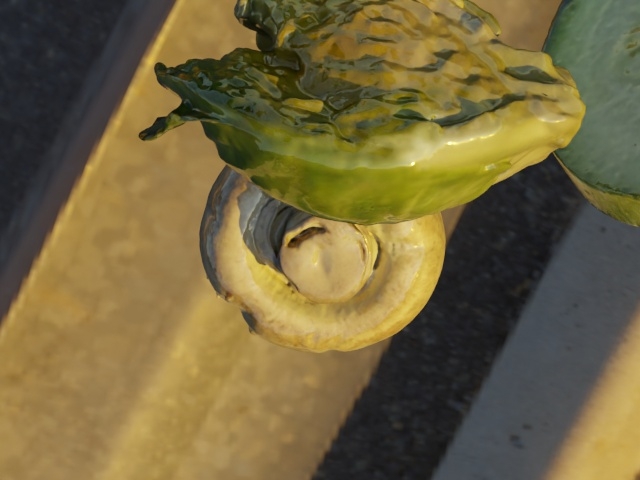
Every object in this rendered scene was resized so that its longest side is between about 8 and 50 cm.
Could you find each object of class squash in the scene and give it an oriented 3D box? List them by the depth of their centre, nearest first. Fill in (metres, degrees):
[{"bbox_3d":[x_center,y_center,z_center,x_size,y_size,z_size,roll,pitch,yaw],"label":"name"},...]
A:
[{"bbox_3d":[0.242,-0.117,0.913,0.252,0.049,0.252,-24,46,28],"label":"squash"}]

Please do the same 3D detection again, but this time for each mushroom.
[{"bbox_3d":[0.000,0.000,1.056,0.166,0.127,0.166,3,108,8],"label":"mushroom"}]

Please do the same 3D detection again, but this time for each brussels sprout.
[{"bbox_3d":[0.018,-0.059,0.681,0.181,0.139,0.100,18,125,1],"label":"brussels sprout"}]
